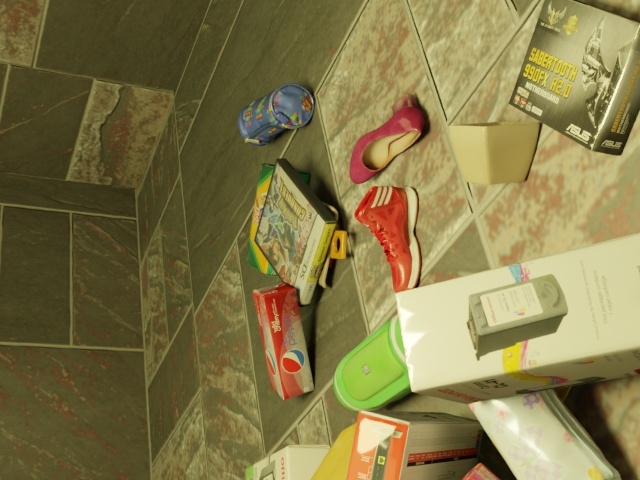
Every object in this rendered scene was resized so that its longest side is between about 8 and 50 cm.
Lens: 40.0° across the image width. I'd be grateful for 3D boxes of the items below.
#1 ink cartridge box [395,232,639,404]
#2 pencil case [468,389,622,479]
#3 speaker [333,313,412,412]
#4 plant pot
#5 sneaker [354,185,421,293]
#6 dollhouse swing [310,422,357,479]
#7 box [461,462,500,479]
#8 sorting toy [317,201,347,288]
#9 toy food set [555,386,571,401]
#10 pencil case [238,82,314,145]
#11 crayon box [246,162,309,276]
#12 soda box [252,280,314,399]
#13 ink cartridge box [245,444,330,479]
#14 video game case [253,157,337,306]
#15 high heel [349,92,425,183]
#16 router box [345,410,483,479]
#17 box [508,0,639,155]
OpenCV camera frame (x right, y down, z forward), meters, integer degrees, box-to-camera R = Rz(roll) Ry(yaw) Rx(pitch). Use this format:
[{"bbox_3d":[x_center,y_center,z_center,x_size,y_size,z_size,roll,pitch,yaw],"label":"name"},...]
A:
[{"bbox_3d":[0.277,0.106,1.064,0.306,0.226,0.131,-17,69,23],"label":"ink cartridge box"},{"bbox_3d":[0.293,0.248,1.211,0.124,0.113,0.273,-43,62,25],"label":"pencil case"},{"bbox_3d":[0.132,0.229,1.649,0.296,0.131,0.131,132,138,-53],"label":"speaker"},{"bbox_3d":[0.283,-0.143,1.436,0.109,0.109,0.096,-159,65,-65],"label":"plant pot"},{"bbox_3d":[0.122,-0.002,1.722,0.087,0.128,0.221,147,126,-60],"label":"sneaker"},{"bbox_3d":[0.099,0.583,1.666,0.305,0.315,0.347,-42,17,-11],"label":"dollhouse swing"},{"bbox_3d":[0.255,0.446,1.171,0.257,0.123,0.128,41,132,14],"label":"box"},{"bbox_3d":[0.000,0.000,2.101,0.348,0.047,0.196,-149,64,-63],"label":"sorting toy"},{"bbox_3d":[0.341,0.151,1.286,0.128,0.071,0.217,40,126,34],"label":"toy food set"},{"bbox_3d":[-0.130,-0.334,2.375,0.133,0.119,0.306,-60,18,-16],"label":"pencil case"},{"bbox_3d":[-0.115,-0.055,2.324,0.165,0.081,0.278,-156,74,-64],"label":"crayon box"},{"bbox_3d":[-0.088,0.237,2.090,0.092,0.083,0.263,-158,54,-66],"label":"soda box"},{"bbox_3d":[-0.072,0.597,2.026,0.273,0.115,0.198,135,136,-55],"label":"ink cartridge box"},{"bbox_3d":[-0.067,-0.021,2.102,0.275,0.035,0.248,52,135,43],"label":"video game case"},{"bbox_3d":[0.134,-0.180,1.801,0.244,0.082,0.117,-48,30,33],"label":"high heel"},{"bbox_3d":[0.135,0.414,1.327,0.082,0.335,0.301,8,83,29],"label":"router box"},{"bbox_3d":[0.383,-0.248,1.287,0.231,0.056,0.183,-127,48,-57],"label":"box"}]
